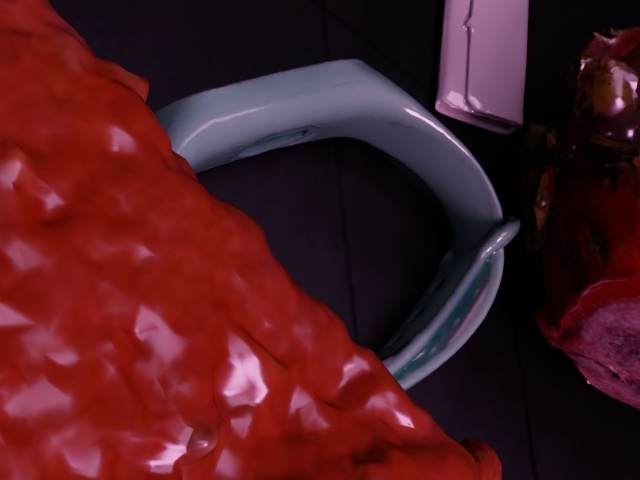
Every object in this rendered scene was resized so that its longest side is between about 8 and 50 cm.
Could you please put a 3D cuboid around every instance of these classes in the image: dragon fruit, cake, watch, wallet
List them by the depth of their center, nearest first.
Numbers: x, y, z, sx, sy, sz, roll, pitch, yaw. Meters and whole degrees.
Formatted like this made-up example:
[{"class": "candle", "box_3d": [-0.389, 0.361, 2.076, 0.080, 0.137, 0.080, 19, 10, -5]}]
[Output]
[{"class": "cake", "box_3d": [-0.153, 0.108, 0.458, 0.269, 0.319, 0.270, 46, 52, -3]}, {"class": "watch", "box_3d": [0.000, 0.000, 0.728, 0.237, 0.068, 0.195, -18, 84, -31]}, {"class": "dragon fruit", "box_3d": [0.257, -0.041, 0.785, 0.269, 0.250, 0.291, 28, 66, 3]}, {"class": "wallet", "box_3d": [0.106, -0.132, 0.858, 0.061, 0.025, 0.122, 14, 67, -17]}]
